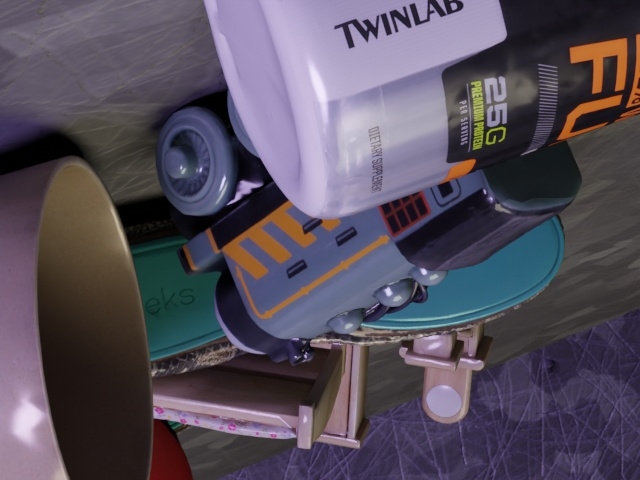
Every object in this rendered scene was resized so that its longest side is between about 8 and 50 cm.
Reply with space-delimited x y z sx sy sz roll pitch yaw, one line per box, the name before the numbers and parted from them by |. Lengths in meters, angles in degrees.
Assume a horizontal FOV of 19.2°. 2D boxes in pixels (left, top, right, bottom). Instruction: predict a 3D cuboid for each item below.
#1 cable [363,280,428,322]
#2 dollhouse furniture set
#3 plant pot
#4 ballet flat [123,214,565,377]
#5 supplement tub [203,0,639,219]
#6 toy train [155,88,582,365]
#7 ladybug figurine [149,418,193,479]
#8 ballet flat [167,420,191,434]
cable | 0.000 0.000 1.435 0.150 0.184 0.047 -51 -176 25
dollhouse furniture set | -0.030 0.166 1.635 0.303 0.174 0.355 8 -155 12
plant pot | -0.279 0.089 1.273 0.274 0.257 0.256 -8 169 9
ballet flat | -0.036 0.019 1.593 0.482 0.164 0.182 -11 -174 -24
supplement tub | 0.107 -0.146 0.988 0.316 0.194 0.193 -20 167 -11
toy train | 0.022 -0.045 1.264 0.142 0.190 0.334 -8 161 -46
ladybug figurine | -0.278 0.196 1.664 0.305 0.162 0.449 13 179 37
ballet flat | -0.114 0.127 1.955 0.316 0.108 0.106 -27 174 26
